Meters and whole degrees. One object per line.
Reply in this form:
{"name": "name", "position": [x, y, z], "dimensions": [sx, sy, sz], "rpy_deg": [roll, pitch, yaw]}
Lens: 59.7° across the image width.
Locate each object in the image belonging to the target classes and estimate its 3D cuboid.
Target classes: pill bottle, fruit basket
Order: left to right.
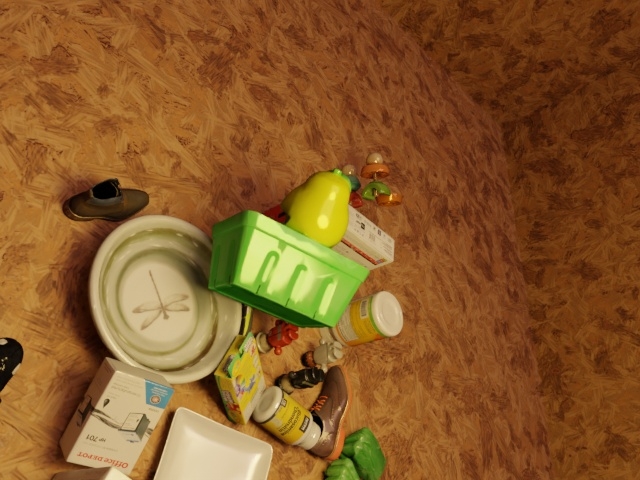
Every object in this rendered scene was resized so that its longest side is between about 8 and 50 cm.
{"name": "pill bottle", "position": [-0.086, 0.474, 1.474], "dimensions": [0.184, 0.103, 0.103], "rpy_deg": [45, 43, -25]}
{"name": "fruit basket", "position": [-0.060, 0.001, 1.395], "dimensions": [0.391, 0.282, 0.393], "rpy_deg": [6, 79, -31]}
{"name": "pill bottle", "position": [0.117, 0.249, 1.708], "dimensions": [0.136, 0.245, 0.137], "rpy_deg": [24, 55, -40]}

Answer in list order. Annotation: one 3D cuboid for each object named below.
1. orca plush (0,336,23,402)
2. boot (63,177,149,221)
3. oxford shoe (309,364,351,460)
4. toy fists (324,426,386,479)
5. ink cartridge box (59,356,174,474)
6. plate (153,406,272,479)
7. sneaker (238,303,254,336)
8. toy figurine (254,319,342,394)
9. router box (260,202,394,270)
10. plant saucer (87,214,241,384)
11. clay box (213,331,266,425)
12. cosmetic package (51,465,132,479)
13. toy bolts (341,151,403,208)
{"name": "orca plush", "position": [-0.634, 0.250, 0.953], "dimensions": [0.287, 0.102, 0.151], "rpy_deg": [-17, 85, -51]}
{"name": "boot", "position": [-0.475, -0.097, 1.308], "dimensions": [0.219, 0.106, 0.082], "rpy_deg": [-19, 87, -51]}
{"name": "oxford shoe", "position": [0.022, 0.481, 1.605], "dimensions": [0.098, 0.096, 0.272], "rpy_deg": [29, 51, -30]}
{"name": "toy fists", "position": [0.092, 0.657, 1.598], "dimensions": [0.279, 0.096, 0.142], "rpy_deg": [-42, 114, -52]}
{"name": "ink cartridge box", "position": [-0.405, 0.351, 1.114], "dimensions": [0.139, 0.082, 0.191], "rpy_deg": [32, 81, -35]}
{"name": "plate", "position": [-0.255, 0.558, 1.260], "dimensions": [0.278, 0.045, 0.277], "rpy_deg": [32, 48, -24]}
{"name": "sneaker", "position": [-0.188, 0.133, 1.530], "dimensions": [0.121, 0.111, 0.300], "rpy_deg": [33, 51, -40]}
{"name": "toy figurine", "position": [-0.061, 0.302, 1.567], "dimensions": [0.213, 0.148, 0.209], "rpy_deg": [59, 33, -5]}
{"name": "router box", "position": [0.000, 0.000, 1.655], "dimensions": [0.335, 0.301, 0.082], "rpy_deg": [35, 48, -34]}
{"name": "plant saucer", "position": [-0.370, 0.141, 1.316], "dimensions": [0.400, 0.100, 0.401], "rpy_deg": [25, 54, -41]}
{"name": "clay box", "position": [-0.196, 0.334, 1.368], "dimensions": [0.127, 0.053, 0.222], "rpy_deg": [-61, 152, -46]}
{"name": "cosmetic package", "position": [-0.426, 0.528, 0.955], "dimensions": [0.138, 0.224, 0.225], "rpy_deg": [48, 42, -22]}
{"name": "toy bolts", "position": [0.175, -0.212, 2.026], "dimensions": [0.218, 0.228, 0.159], "rpy_deg": [13, 72, -52]}
